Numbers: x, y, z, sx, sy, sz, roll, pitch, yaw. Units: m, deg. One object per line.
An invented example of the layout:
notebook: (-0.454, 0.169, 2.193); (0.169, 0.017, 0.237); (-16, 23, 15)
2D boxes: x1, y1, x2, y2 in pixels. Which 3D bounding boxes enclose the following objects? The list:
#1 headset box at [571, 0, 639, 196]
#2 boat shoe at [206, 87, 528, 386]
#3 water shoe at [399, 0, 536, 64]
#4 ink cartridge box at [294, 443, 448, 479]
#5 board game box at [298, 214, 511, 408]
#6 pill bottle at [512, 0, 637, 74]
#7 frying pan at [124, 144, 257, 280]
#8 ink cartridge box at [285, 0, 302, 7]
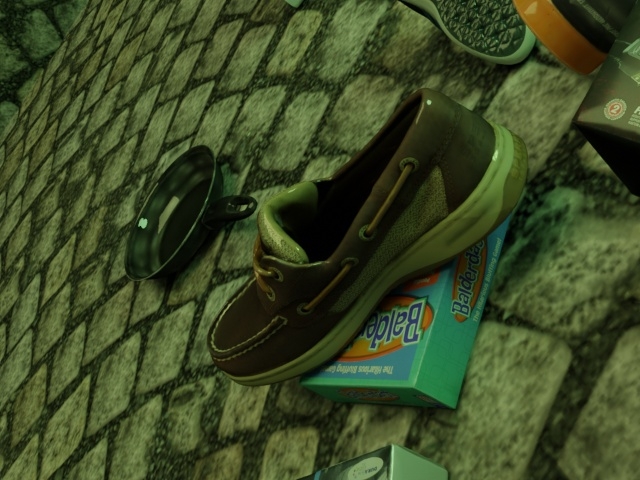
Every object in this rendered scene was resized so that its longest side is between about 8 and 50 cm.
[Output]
headset box: (0.297, -0.133, 0.504); (0.218, 0.110, 0.293); (28, 87, 40)
boat shoe: (0.000, 0.000, 0.816); (0.342, 0.123, 0.123); (-36, 36, 38)
water shoe: (0.138, -0.224, 0.970); (0.203, 0.080, 0.073); (46, 108, 36)
ink cartridge box: (0.001, 0.314, 0.687); (0.165, 0.065, 0.333); (-31, 40, 41)
board game box: (0.073, 0.031, 0.852); (0.160, 0.047, 0.210); (-11, 56, 55)
pill bottle: (0.250, -0.227, 0.721); (0.245, 0.130, 0.130); (-43, 32, 30)
frying pan: (-0.145, -0.052, 1.286); (0.326, 0.053, 0.197); (-26, 43, 44)
ink cartridge box: (-0.006, -0.485, 1.400); (0.278, 0.117, 0.201); (-49, 30, 19)
